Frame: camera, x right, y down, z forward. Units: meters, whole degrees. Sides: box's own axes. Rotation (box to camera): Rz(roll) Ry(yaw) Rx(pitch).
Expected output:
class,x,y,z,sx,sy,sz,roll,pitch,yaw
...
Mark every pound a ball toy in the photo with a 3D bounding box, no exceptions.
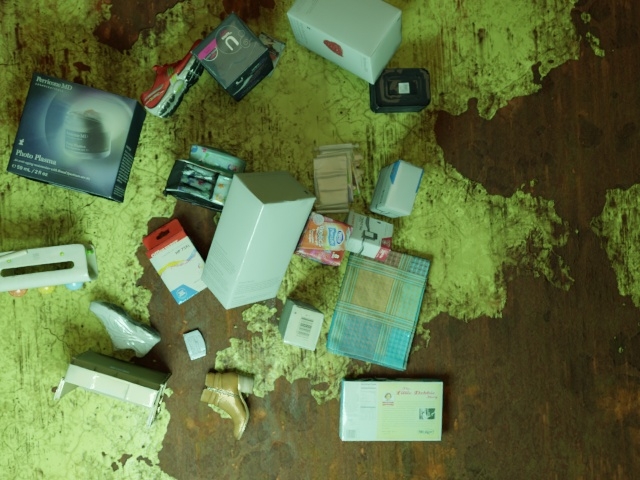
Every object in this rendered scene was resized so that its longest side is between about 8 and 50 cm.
class,x,y,z,sx,sy,sz,roll,pitch,yaw
pound a ball toy,-0.822,0.092,1.690,0.319,0.208,0.136,-7,90,-8

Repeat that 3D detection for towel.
class,x,y,z,sx,sy,sz,roll,pitch,yaw
towel,0.186,0.208,1.894,0.271,0.040,0.370,15,87,-7

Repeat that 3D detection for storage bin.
class,x,y,z,sx,sy,sz,roll,pitch,yaw
storage bin,0.250,-0.474,1.887,0.180,0.084,0.122,-3,89,-6
storage bin,-0.577,0.417,1.692,0.262,0.260,0.123,19,83,-6

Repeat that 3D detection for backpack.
class,x,y,z,sx,sy,sz,roll,pitch,yaw
backpack,-0.305,-0.171,1.749,0.253,0.225,0.191,24,92,-10

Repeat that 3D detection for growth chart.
class,x,y,z,sx,sy,sz,roll,pitch,yaw
growth chart,0.051,-0.195,1.891,0.171,0.021,0.237,2,89,-7

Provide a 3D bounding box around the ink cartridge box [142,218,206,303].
class,x,y,z,sx,sy,sz,roll,pitch,yaw
ink cartridge box,-0.431,0.060,1.802,0.134,0.078,0.231,-33,93,-6

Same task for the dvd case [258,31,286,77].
class,x,y,z,sx,sy,sz,roll,pitch,yaw
dvd case,-0.171,-0.584,1.873,0.087,0.013,0.119,25,86,-6

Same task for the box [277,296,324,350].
class,x,y,z,sx,sy,sz,roll,pitch,yaw
box,-0.062,0.239,1.744,0.094,0.275,0.113,17,88,-6

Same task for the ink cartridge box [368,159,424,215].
class,x,y,z,sx,sy,sz,roll,pitch,yaw
ink cartridge box,0.228,-0.153,1.821,0.085,0.203,0.148,17,88,-8

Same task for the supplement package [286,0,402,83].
class,x,y,z,sx,sy,sz,roll,pitch,yaw
supplement package,0.078,-0.638,1.783,0.293,0.177,0.175,32,85,13

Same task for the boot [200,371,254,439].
class,x,y,z,sx,sy,sz,roll,pitch,yaw
boot,-0.291,0.500,1.819,0.152,0.073,0.197,9,76,-8

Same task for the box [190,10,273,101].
class,x,y,z,sx,sy,sz,roll,pitch,yaw
box,-0.246,-0.523,1.726,0.165,0.270,0.143,-43,95,3

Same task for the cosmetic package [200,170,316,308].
class,x,y,z,sx,sy,sz,roll,pitch,yaw
cosmetic package,-0.179,-0.002,1.677,0.155,0.197,0.366,43,124,32

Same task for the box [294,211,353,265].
class,x,y,z,sx,sy,sz,roll,pitch,yaw
box,0.000,0.000,1.764,0.128,0.257,0.123,20,85,-7

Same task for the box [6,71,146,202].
class,x,y,z,sx,sy,sz,roll,pitch,yaw
box,-0.697,-0.291,1.724,0.296,0.183,0.294,14,86,-7

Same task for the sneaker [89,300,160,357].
class,x,y,z,sx,sy,sz,roll,pitch,yaw
sneaker,-0.602,0.271,1.776,0.232,0.090,0.115,35,89,-4

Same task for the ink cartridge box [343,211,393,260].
class,x,y,z,sx,sy,sz,roll,pitch,yaw
ink cartridge box,0.143,-0.014,1.856,0.150,0.063,0.109,17,51,-7

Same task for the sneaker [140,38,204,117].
class,x,y,z,sx,sy,sz,roll,pitch,yaw
sneaker,-0.444,-0.508,1.798,0.118,0.107,0.279,34,83,4

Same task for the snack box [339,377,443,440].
class,x,y,z,sx,sy,sz,roll,pitch,yaw
snack box,0.224,0.532,1.883,0.321,0.060,0.187,2,89,-7

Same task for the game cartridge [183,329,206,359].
class,x,y,z,sx,sy,sz,roll,pitch,yaw
game cartridge,-0.385,0.320,1.836,0.056,0.017,0.083,-17,91,-3
